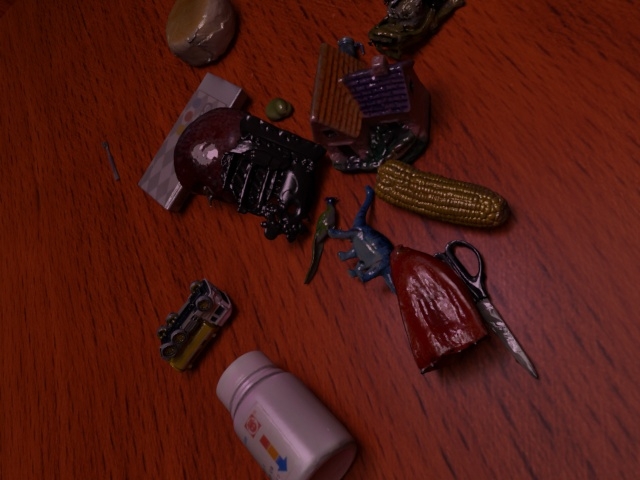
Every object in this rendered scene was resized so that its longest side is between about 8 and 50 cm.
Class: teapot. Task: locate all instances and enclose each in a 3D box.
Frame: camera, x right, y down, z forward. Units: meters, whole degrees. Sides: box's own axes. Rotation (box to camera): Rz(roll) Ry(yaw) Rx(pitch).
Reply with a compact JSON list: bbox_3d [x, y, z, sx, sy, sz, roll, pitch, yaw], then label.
[{"bbox_3d":[0.074,-0.478,1.311,0.063,0.049,0.084,-11,68,29],"label":"teapot"}]

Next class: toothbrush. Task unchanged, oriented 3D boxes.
[{"bbox_3d":[-0.715,-0.273,1.748,0.014,0.017,0.194,-43,59,19],"label":"toothbrush"}]

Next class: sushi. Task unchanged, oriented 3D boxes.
[{"bbox_3d":[0.236,-0.560,1.195,0.139,0.131,0.291,36,86,37],"label":"sushi"}]

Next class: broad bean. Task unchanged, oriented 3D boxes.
[{"bbox_3d":[-0.116,-0.357,1.392,0.083,0.045,0.063,4,86,41],"label":"broad bean"}]

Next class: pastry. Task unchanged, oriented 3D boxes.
[{"bbox_3d":[-0.378,-0.673,1.608,0.264,0.133,0.265,-11,68,29],"label":"pastry"}]

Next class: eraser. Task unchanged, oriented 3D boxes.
[{"bbox_3d":[-0.374,-0.288,1.501,0.213,0.082,0.397,34,93,34],"label":"eraser"}]

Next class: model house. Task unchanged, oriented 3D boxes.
[{"bbox_3d":[0.093,-0.285,1.117,0.236,0.237,0.203,4,74,32],"label":"model house"}]

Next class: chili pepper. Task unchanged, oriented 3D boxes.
[{"bbox_3d":[0.211,0.107,0.967,0.144,0.136,0.253,120,135,-56],"label":"chili pepper"}]

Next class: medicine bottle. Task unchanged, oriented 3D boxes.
[{"bbox_3d":[-0.079,0.366,1.035,0.293,0.170,0.170,38,95,34],"label":"medicine bottle"}]

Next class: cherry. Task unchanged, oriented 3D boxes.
[{"bbox_3d":[-0.254,-0.224,1.331,0.230,0.203,0.301,14,68,18],"label":"cherry"}]

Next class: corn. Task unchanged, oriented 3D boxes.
[{"bbox_3d":[0.240,-0.093,1.050,0.291,0.101,0.101,20,85,31],"label":"corn"}]

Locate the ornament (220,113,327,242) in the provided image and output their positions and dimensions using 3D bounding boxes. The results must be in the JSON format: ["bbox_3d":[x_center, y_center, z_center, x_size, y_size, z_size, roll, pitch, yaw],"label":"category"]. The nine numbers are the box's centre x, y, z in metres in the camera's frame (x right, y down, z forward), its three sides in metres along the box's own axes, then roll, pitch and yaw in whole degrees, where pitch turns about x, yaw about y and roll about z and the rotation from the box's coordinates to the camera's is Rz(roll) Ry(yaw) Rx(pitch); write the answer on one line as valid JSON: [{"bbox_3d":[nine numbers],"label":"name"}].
[{"bbox_3d":[-0.120,-0.138,1.215,0.261,0.251,0.106,-70,15,-8],"label":"ornament"}]

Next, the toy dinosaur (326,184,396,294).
[{"bbox_3d":[0.101,0.026,1.099,0.144,0.076,0.329,-16,60,-9],"label":"toy dinosaur"}]

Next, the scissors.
[{"bbox_3d":[0.312,0.128,0.968,0.109,0.022,0.300,-42,58,17],"label":"scissors"}]

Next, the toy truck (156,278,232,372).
[{"bbox_3d":[-0.313,0.213,1.271,0.227,0.114,0.098,-53,34,5],"label":"toy truck"}]

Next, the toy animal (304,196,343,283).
[{"bbox_3d":[0.011,-0.001,1.185,0.075,0.041,0.217,2,75,51],"label":"toy animal"}]
